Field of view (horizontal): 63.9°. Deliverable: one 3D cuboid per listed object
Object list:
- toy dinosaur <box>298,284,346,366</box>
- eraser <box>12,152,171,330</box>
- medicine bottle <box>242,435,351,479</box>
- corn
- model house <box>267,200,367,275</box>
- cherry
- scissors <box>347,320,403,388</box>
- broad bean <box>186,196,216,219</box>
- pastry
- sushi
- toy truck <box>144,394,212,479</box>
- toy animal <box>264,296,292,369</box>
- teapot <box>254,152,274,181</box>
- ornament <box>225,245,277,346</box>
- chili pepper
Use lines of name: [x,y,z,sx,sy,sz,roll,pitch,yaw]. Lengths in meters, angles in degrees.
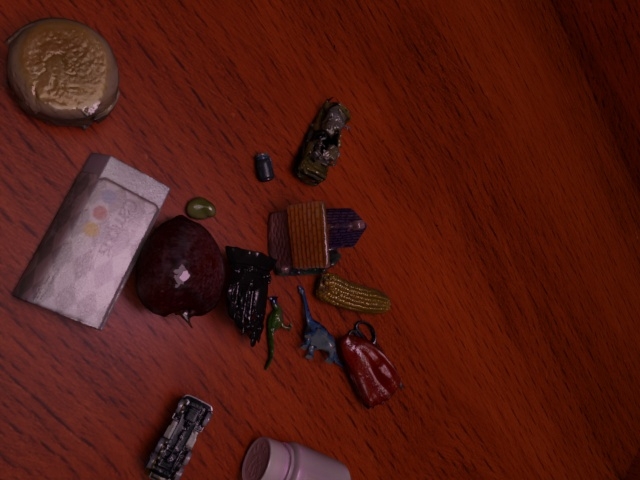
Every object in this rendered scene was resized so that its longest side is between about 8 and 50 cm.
toy dinosaur: [-0.009,0.305,1.574,0.329,0.076,0.144,59,30,-13]
eraser: [-0.553,-0.003,1.268,0.213,0.082,0.397,30,72,-27]
medicine bottle: [-0.066,0.673,1.460,0.292,0.170,0.170,34,70,-26]
corn: [0.109,0.177,1.649,0.291,0.101,0.101,18,77,-33]
model house: [0.000,0.000,1.509,0.236,0.237,0.203,2,84,-31]
cherry: [-0.354,0.072,1.311,0.230,0.202,0.301,12,67,-46]
scissors: [0.195,0.396,1.724,0.109,0.022,0.300,-46,110,-21]
broad bean: [-0.332,-0.089,1.432,0.083,0.045,0.063,4,95,-23]
pastry: [-0.614,-0.396,1.230,0.264,0.133,0.265,2,86,-30]
sushi: [0.023,-0.302,1.611,0.139,0.131,0.291,31,63,-24]
toy truck: [-0.369,0.516,1.326,0.097,0.114,0.227,28,71,-4]
toy animal: [-0.123,0.276,1.527,0.074,0.041,0.217,4,86,-12]
teapot: [-0.161,-0.220,1.537,0.063,0.049,0.084,-13,93,-31]
ornament: [-0.198,0.157,1.396,0.106,0.251,0.261,5,81,10]
chili pepper: [0.151,0.391,1.630,0.144,0.136,0.253,-22,107,12]
